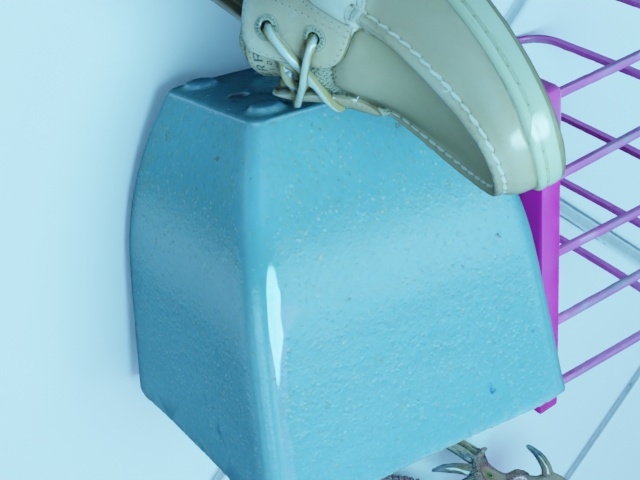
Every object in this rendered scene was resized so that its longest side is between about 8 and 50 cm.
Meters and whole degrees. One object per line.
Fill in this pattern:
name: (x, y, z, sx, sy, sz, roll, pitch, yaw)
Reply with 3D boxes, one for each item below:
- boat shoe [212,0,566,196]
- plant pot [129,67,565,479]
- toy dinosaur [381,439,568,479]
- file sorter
boat shoe: (0.008, -0.125, 0.661, 0.110, 0.341, 0.121, -35, 143, -9)
plant pot: (0.000, 0.000, 0.804, 0.248, 0.247, 0.252, -19, 113, -25)
toy dinosaur: (0.089, 0.281, 1.111, 0.296, 0.127, 0.200, 8, 104, -25)
file sorter: (0.177, -0.054, 0.914, 0.182, 0.202, 0.290, -26, 129, -24)
